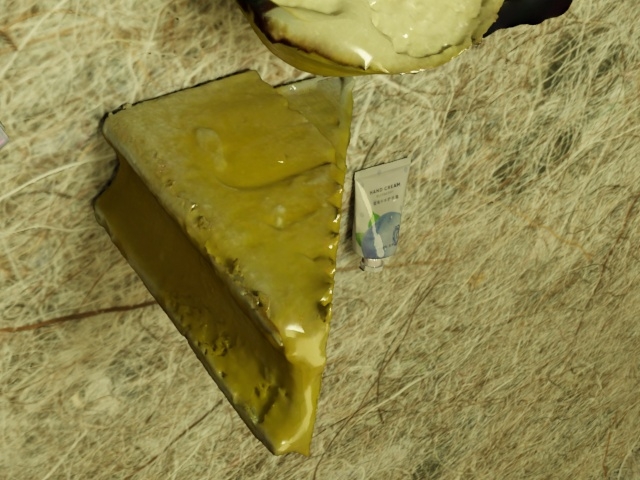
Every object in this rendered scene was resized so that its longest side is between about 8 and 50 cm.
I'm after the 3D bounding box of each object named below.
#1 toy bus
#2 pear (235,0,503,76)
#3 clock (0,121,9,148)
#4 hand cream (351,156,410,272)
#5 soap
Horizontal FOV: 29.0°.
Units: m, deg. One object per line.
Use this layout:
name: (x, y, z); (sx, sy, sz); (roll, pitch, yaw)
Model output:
toy bus: (0.186, -0.257, 1.299); (0.172, 0.072, 0.057); (-17, 138, -33)
pear: (0.025, -0.224, 1.079); (0.267, 0.267, 0.178); (-28, 169, -22)
clock: (-0.297, -0.130, 0.801); (0.073, 0.193, 0.145); (-39, 148, -9)
hand cream: (0.068, -0.027, 1.467); (0.084, 0.053, 0.142); (-18, 130, -34)
soap: (0.000, 0.000, 1.144); (0.304, 0.339, 0.169); (-20, 143, -30)
